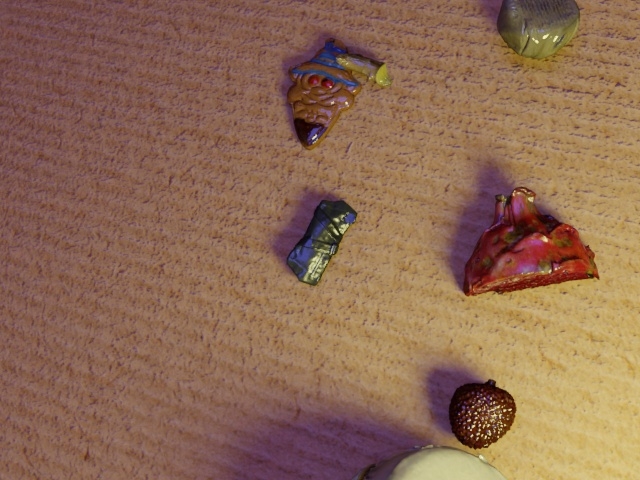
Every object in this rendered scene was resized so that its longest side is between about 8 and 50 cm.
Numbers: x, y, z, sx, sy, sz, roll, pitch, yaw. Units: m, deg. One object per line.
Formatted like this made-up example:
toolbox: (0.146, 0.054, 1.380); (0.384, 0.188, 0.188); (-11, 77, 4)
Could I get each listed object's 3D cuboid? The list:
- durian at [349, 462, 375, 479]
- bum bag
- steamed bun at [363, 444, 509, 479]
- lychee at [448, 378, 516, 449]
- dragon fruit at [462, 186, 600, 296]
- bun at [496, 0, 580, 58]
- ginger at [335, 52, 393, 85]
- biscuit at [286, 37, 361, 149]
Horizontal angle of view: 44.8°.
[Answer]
durian: (0.056, 0.546, 1.443); (0.252, 0.144, 0.139); (-57, 30, 0)
bum bag: (0.000, 0.000, 1.651); (0.087, 0.049, 0.198); (30, 81, -2)
steamed bun: (0.190, 0.543, 1.282); (0.374, 0.374, 0.241); (54, 133, 23)
lychee: (0.295, 0.319, 1.428); (0.123, 0.123, 0.129); (14, 106, 19)
dragon fruit: (0.387, -0.004, 1.497); (0.262, 0.134, 0.212); (-13, 66, 11)
bun: (0.454, -0.450, 1.633); (0.166, 0.113, 0.173); (20, 56, 16)
ginger: (0.101, -0.390, 1.737); (0.137, 0.044, 0.057); (25, 81, 7)
biscuit: (0.000, -0.339, 1.770); (0.183, 0.043, 0.280); (10, 73, 21)
